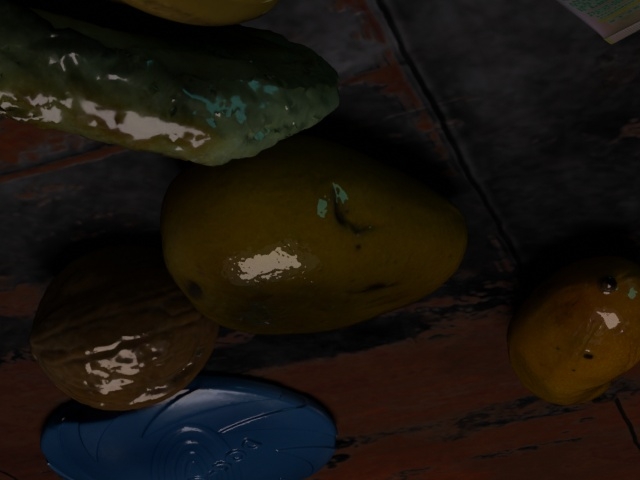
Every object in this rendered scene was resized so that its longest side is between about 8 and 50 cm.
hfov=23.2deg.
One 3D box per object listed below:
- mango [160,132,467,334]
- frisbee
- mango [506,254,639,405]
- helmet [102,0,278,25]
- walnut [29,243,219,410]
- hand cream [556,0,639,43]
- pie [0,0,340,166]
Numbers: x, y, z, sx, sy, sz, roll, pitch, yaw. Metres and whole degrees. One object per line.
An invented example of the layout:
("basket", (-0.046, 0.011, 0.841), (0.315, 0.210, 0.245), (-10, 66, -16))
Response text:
("mango", (0.000, 0.000, 0.912), (0.195, 0.098, 0.137), (4, 145, -22))
("frisbee", (-0.105, 0.176, 1.255), (0.242, 0.045, 0.242), (-4, 149, -2))
("mango", (0.177, 0.065, 1.064), (0.098, 0.075, 0.190), (5, 156, -2))
("helmet", (-0.065, -0.160, 0.580), (0.257, 0.140, 0.205), (21, 144, -35))
("walnut", (-0.124, 0.055, 0.995), (0.124, 0.105, 0.105), (-18, 150, -4))
("hand cream", (0.129, -0.137, 0.748), (0.076, 0.047, 0.174), (-27, 152, 33))
("pie", (-0.100, -0.084, 0.681), (0.240, 0.054, 0.240), (15, -169, -3))
